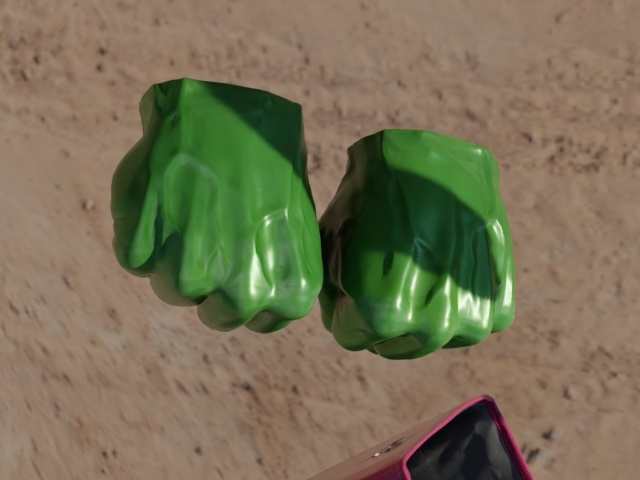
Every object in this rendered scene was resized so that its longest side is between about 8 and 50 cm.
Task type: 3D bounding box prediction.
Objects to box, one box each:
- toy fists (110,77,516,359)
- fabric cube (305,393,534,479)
[{"bbox_3d":[0.000,0.000,0.898,0.279,0.096,0.142,12,61,-26],"label":"toy fists"},{"bbox_3d":[0.056,0.311,1.182,0.258,0.254,0.259,-28,85,23],"label":"fabric cube"}]
